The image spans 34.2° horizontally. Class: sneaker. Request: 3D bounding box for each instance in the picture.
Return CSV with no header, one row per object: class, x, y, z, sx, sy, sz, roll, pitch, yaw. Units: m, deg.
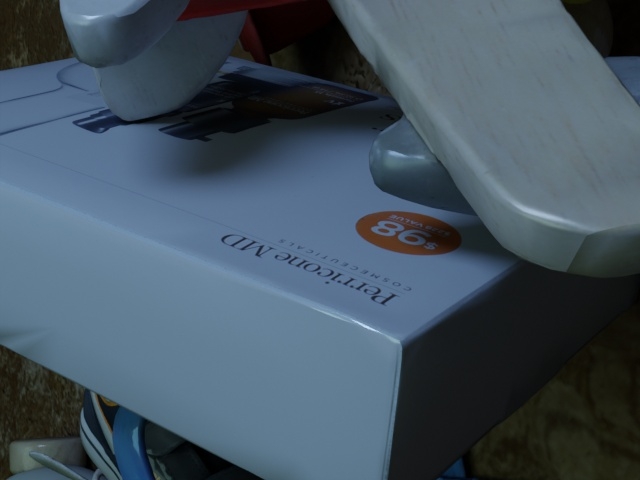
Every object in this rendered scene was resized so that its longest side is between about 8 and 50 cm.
sneaker,-0.091,0.177,0.830,0.321,0.126,0.127,33,123,37

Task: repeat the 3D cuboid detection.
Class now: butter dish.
butter dish,-0.023,-0.221,0.762,0.160,0.118,0.160,65,-170,-74

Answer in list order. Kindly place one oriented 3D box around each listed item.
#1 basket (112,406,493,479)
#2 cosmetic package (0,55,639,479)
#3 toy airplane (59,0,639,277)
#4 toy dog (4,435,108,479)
basket,0.012,0.191,0.625,0.201,0.255,0.288,-6,97,45
cosmetic package,-0.045,-0.017,0.575,0.377,0.284,0.097,19,118,30
toy airplane,0.056,-0.155,0.520,0.384,0.272,0.386,9,59,38
toy dog,-0.260,0.275,1.030,0.334,0.161,0.220,-39,63,45
